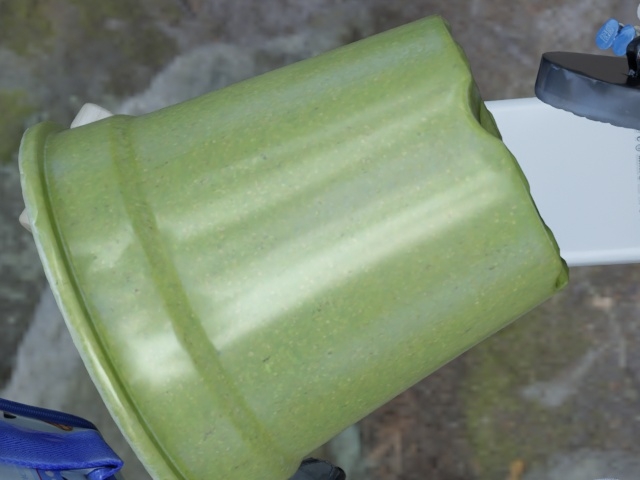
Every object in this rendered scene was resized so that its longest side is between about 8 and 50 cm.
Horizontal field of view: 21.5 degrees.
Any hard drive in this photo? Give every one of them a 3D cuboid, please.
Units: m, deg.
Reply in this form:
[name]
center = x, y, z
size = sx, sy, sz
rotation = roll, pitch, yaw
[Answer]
[hard drive]
center = 0.318, -0.072, 1.987
size = 0.307, 0.040, 0.203
rotation = -4, 81, 13

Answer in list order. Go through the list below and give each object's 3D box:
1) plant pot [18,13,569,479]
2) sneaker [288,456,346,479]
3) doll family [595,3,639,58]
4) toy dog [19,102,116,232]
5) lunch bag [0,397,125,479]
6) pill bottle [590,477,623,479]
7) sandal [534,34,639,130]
[plant pot]
center = 0.000, 0.000, 1.006
size = 0.254, 0.276, 0.276
rotation = -25, 57, 6
[sneaker]
center = -0.004, 0.307, 1.440
size = 0.097, 0.135, 0.276
rotation = 6, 115, 41
[doll family]
center = 0.428, -0.187, 1.754
size = 0.118, 0.163, 0.263
rotation = -60, 44, 22
[toy dog]
center = -0.210, -0.015, 1.920
size = 0.161, 0.220, 0.334
rotation = 24, 149, 58
[lunch bag]
center = -0.230, 0.169, 0.852
size = 0.243, 0.303, 0.115
rotation = -47, 59, 12
[pill bottle]
center = 0.290, 0.287, 1.537
size = 0.117, 0.215, 0.117
rotation = -8, 72, 26
[sandal]
center = 0.224, -0.086, 0.777
size = 0.097, 0.254, 0.054
rotation = -99, 8, -75
